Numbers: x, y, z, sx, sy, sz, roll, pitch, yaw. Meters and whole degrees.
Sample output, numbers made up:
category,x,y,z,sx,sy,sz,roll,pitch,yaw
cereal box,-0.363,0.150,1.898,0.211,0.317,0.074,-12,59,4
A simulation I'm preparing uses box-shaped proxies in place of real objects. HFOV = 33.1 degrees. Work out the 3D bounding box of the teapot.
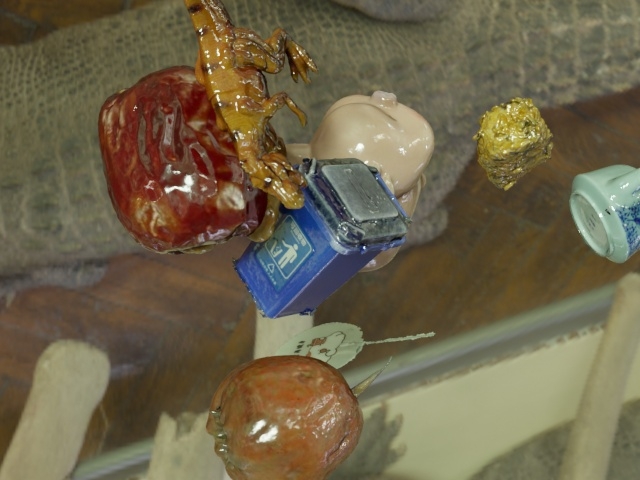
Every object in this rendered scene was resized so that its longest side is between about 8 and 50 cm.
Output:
category,x,y,z,sx,sy,sz,roll,pitch,yaw
teapot,0.496,-0.055,1.741,0.158,0.159,0.232,-16,155,-2

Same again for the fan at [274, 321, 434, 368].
category,x,y,z,sx,sy,sz,roll,pitch,yaw
fan,0.061,0.197,2.059,0.329,0.191,0.009,-9,115,20

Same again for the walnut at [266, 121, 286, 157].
category,x,y,z,sx,sy,sz,roll,pitch,yaw
walnut,-0.126,-0.152,1.669,0.115,0.116,0.207,-39,136,13

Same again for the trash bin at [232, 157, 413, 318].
category,x,y,z,sx,sy,sz,roll,pitch,yaw
trash bin,0.000,0.000,1.584,0.184,0.163,0.234,-7,146,-49

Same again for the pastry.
category,x,y,z,sx,sy,sz,roll,pitch,yaw
pastry,0.198,-0.097,1.106,0.080,0.056,0.140,-29,157,11

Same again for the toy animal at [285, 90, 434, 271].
category,x,y,z,sx,sy,sz,roll,pitch,yaw
toy animal,0.072,-0.096,1.827,0.269,0.237,0.326,-17,127,-58

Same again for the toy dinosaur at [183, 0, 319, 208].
category,x,y,z,sx,sy,sz,roll,pitch,yaw
toy dinosaur,-0.111,-0.240,1.338,0.097,0.208,0.432,-29,93,33

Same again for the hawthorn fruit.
category,x,y,z,sx,sy,sz,roll,pitch,yaw
hawthorn fruit,-0.017,0.179,1.035,0.189,0.149,0.149,-6,123,2

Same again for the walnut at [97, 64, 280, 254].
category,x,y,z,sx,sy,sz,roll,pitch,yaw
walnut,-0.170,-0.112,1.452,0.243,0.222,0.269,-16,82,-16
